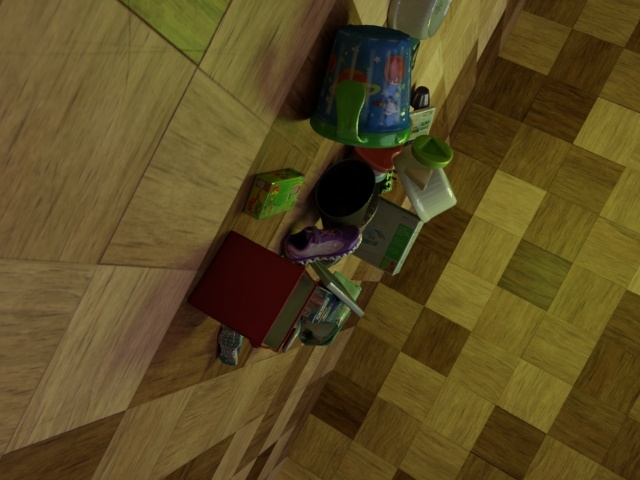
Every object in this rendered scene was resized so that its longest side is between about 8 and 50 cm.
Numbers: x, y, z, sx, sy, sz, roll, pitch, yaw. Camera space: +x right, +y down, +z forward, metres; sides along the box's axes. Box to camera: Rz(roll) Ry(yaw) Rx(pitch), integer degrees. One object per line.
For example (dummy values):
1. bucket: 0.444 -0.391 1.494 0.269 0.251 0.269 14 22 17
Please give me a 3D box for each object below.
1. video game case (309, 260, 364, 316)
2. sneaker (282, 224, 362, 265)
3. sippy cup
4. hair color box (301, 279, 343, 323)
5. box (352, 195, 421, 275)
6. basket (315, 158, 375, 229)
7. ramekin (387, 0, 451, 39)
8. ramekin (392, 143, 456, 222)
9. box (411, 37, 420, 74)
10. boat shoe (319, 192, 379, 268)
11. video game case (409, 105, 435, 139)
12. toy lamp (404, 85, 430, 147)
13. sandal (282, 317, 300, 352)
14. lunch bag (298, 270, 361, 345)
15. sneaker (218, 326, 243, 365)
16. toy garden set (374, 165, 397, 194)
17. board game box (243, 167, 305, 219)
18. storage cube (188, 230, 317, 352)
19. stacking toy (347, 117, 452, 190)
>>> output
1. video game case: 0.037 0.132 1.774 0.023 0.193 0.212 -42 133 3
2. sneaker: 0.000 0.000 1.590 0.104 0.236 0.095 74 -1 -47
3. sippy cup: 0.103 -0.350 1.252 0.240 0.305 0.224 -4 121 -20
4. hair color box: -0.036 0.179 1.790 0.105 0.174 0.347 -62 166 -2
5. box: 0.214 -0.036 2.075 0.231 0.262 0.127 -64 165 13
6. basket: 0.068 -0.104 1.693 0.204 0.154 0.227 -54 167 -21
7. ramekin: 0.272 -0.633 1.490 0.207 0.109 0.207 -54 164 -24
8. ramekin: 0.359 -0.212 1.942 0.135 0.277 0.277 -25 173 15
9. box: 0.231 -0.491 1.703 0.100 0.060 0.244 -52 163 -34
10. boat shoe: 0.084 -0.039 1.942 0.324 0.123 0.116 -49 167 -12
11. video game case: 0.344 -0.429 2.109 0.157 0.019 0.143 -18 150 -13
12. toy lamp: 0.361 -0.469 2.156 0.080 0.080 0.274 -53 165 -30
13. sandal: -0.118 0.288 1.934 0.102 0.076 0.265 -58 -172 19
14. lunch bag: 0.026 0.290 2.248 0.223 0.160 0.262 -53 175 -42
15. sneaker: -0.236 0.263 1.522 0.076 0.065 0.166 -70 179 -47
16. toy garden set: 0.258 -0.276 2.104 0.244 0.049 0.203 -27 125 -70
17. board game box: -0.103 -0.109 1.298 0.181 0.043 0.092 -28 143 -65
18. storage cube: -0.144 0.118 1.276 0.215 0.193 0.183 -60 165 -9
19. stacking toy: 0.242 -0.251 1.771 0.309 0.279 0.130 -48 166 -40
